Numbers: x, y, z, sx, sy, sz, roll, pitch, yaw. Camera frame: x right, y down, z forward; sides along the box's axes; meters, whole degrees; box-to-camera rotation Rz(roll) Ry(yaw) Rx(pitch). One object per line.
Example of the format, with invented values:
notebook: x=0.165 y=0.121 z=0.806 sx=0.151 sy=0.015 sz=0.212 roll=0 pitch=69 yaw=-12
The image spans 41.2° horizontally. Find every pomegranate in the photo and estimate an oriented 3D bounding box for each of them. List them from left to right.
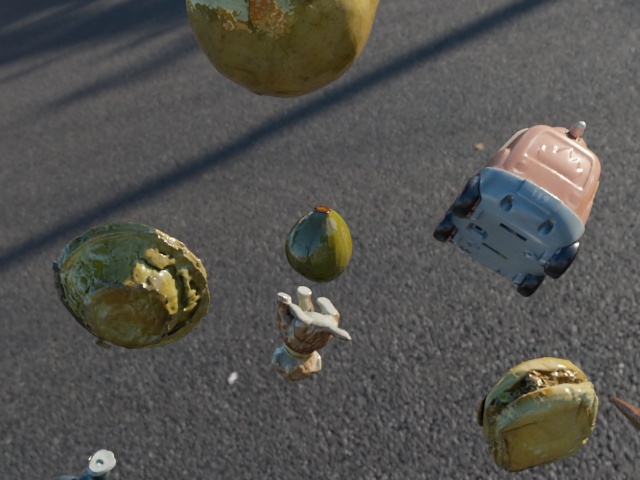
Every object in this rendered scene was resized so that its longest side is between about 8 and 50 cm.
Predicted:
pomegranate: x=-0.054 y=-0.324 z=1.156 sx=0.261 sy=0.260 sz=0.260 roll=-15 pitch=32 yaw=10

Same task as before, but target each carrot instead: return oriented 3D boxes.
carrot: x=0.646 y=0.361 z=1.703 sx=0.048 sy=0.048 sz=0.216 roll=-26 pitch=18 yaw=-8

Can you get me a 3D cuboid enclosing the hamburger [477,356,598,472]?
hamburger: x=0.368 y=0.292 z=1.423 sx=0.214 sy=0.213 sz=0.108 roll=-23 pitch=39 yaw=-2

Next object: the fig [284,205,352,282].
fig: x=0.000 y=0.000 z=0.926 sx=0.074 sy=0.087 sz=0.074 roll=6 pitch=35 yaw=-5

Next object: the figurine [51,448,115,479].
figurine: x=-0.403 y=0.474 z=1.417 sx=0.140 sy=0.265 sz=0.193 roll=8 pitch=31 yaw=7

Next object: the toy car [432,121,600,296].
toy car: x=0.306 y=-0.059 z=1.262 sx=0.181 sy=0.270 sz=0.212 roll=33 pitch=74 yaw=6

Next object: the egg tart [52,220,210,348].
egg tart: x=-0.287 y=0.084 z=1.282 sx=0.241 sy=0.241 sz=0.105 roll=-15 pitch=36 yaw=11

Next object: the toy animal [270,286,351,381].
toy animal: x=-0.021 y=0.211 z=1.634 sx=0.104 sy=0.185 sz=0.184 roll=-5 pitch=30 yaw=-40
